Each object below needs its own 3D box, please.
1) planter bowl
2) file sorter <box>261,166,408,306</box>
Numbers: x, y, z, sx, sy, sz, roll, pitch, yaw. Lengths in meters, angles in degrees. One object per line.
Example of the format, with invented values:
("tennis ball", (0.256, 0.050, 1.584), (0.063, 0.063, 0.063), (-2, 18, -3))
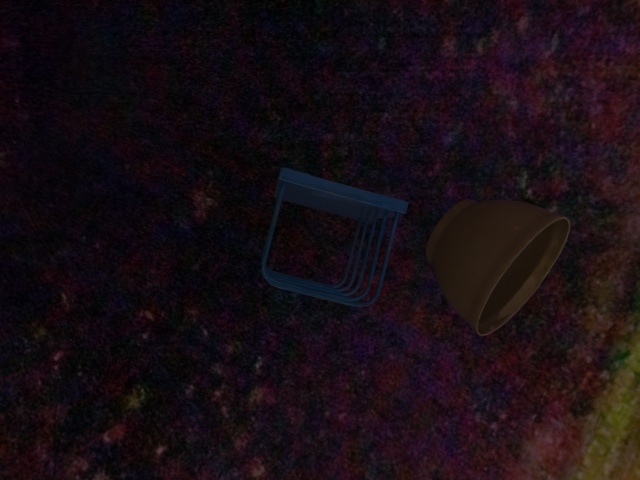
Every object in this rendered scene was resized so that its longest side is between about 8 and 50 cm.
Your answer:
("planter bowl", (0.198, 0.016, 0.529), (0.162, 0.109, 0.162), (-28, 140, -27))
("file sorter", (0.000, 0.000, 0.466), (0.118, 0.170, 0.105), (14, 88, -7))
